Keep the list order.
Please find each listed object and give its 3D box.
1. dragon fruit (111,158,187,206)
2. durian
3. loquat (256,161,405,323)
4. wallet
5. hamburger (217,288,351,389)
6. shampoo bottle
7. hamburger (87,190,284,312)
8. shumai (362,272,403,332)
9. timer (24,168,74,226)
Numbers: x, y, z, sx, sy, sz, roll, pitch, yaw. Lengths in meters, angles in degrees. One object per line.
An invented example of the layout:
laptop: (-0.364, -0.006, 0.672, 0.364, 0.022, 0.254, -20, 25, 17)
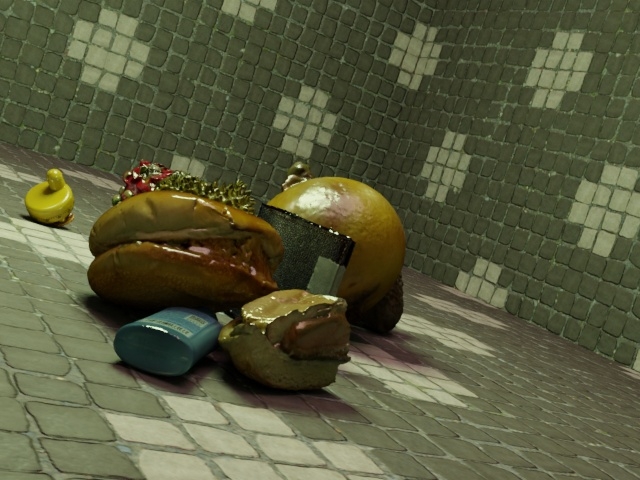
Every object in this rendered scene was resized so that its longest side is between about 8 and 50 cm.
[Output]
dragon fruit: (-0.381, -0.086, 2.173, 0.273, 0.198, 0.218, 11, 35, -52)
durian: (-0.259, -0.029, 1.891, 0.258, 0.258, 0.293, 19, -5, 0)
loquat: (0.000, 0.000, 1.783, 0.328, 0.328, 0.359, 12, 52, -55)
wallet: (-0.057, 0.065, 1.550, 0.071, 0.220, 0.262, 21, 1, -40)
hamburger: (-0.070, 0.151, 1.241, 0.155, 0.135, 0.208, 3, 10, 34)
shampoo bottle: (-0.193, 0.130, 1.201, 0.104, 0.061, 0.258, 16, 5, 6)
hamburger: (-0.217, 0.030, 1.393, 0.314, 0.170, 0.290, -11, -25, 38)
shumai: (0.093, 0.108, 1.991, 0.176, 0.205, 0.166, -2, 3, 21)
timer: (-0.601, -0.094, 1.934, 0.107, 0.107, 0.109, 20, -39, 22)
